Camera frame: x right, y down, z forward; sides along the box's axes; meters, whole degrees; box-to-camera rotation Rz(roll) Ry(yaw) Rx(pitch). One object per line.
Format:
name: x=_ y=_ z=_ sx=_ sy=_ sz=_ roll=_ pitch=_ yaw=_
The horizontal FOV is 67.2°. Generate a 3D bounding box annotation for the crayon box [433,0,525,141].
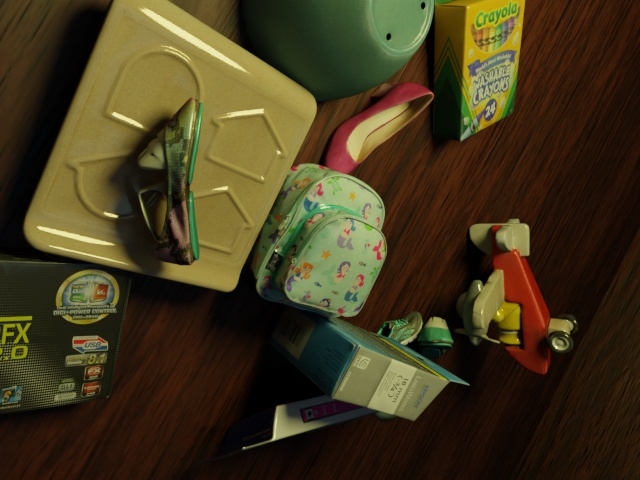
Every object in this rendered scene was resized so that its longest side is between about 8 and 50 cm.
crayon box: x=0.334 y=-0.399 z=1.020 sx=0.203 sy=0.083 sz=0.322 roll=-30 pitch=129 yaw=-28

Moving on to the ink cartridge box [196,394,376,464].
ink cartridge box: x=-0.048 y=0.365 z=0.972 sx=0.371 sy=0.176 sz=0.069 roll=1 pitch=62 yaw=-43

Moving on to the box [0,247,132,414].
box: x=-0.406 y=0.119 z=0.634 sx=0.270 sy=0.060 sz=0.216 roll=5 pitch=104 yaw=-42

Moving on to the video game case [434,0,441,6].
video game case: x=0.184 y=-0.522 z=0.898 sx=0.201 sy=0.023 sz=0.183 roll=-44 pitch=131 yaw=-18

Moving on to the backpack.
backpack: x=0.000 y=0.000 z=0.847 sx=0.225 sy=0.191 sz=0.253 roll=24 pitch=89 yaw=-39

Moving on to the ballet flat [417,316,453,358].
ballet flat: x=0.287 y=0.241 z=1.223 sx=0.247 sy=0.083 sz=0.087 roll=70 pitch=26 yaw=-68

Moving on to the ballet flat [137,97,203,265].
ballet flat: x=-0.194 y=-0.072 z=0.621 sx=0.079 sy=0.077 sz=0.221 roll=3 pitch=109 yaw=-11

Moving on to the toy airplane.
toy airplane: x=0.481 y=0.133 z=1.297 sx=0.386 sy=0.272 sz=0.384 roll=35 pitch=46 yaw=-35

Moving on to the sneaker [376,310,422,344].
sneaker: x=0.187 y=0.223 z=1.187 sx=0.166 sy=0.065 sz=0.076 roll=-39 pitch=123 yaw=-25

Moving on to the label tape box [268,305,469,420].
label tape box: x=0.096 y=0.247 z=0.963 sx=0.334 sy=0.241 sz=0.105 roll=28 pitch=88 yaw=-35

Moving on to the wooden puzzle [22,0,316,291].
wooden puzzle: x=-0.198 y=-0.121 z=0.691 sx=0.322 sy=0.080 sz=0.347 roll=20 pitch=95 yaw=-42

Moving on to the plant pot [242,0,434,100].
plant pot: x=0.054 y=-0.356 z=0.738 sx=0.290 sy=0.195 sz=0.290 roll=-17 pitch=118 yaw=-34

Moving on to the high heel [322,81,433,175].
high heel: x=0.105 y=-0.197 z=0.900 sx=0.244 sy=0.117 sz=0.082 roll=-50 pitch=132 yaw=-13

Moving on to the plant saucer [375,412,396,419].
plant saucer: x=0.224 y=0.411 z=1.311 sx=0.195 sy=0.037 sz=0.194 roll=-16 pitch=117 yaw=-35
